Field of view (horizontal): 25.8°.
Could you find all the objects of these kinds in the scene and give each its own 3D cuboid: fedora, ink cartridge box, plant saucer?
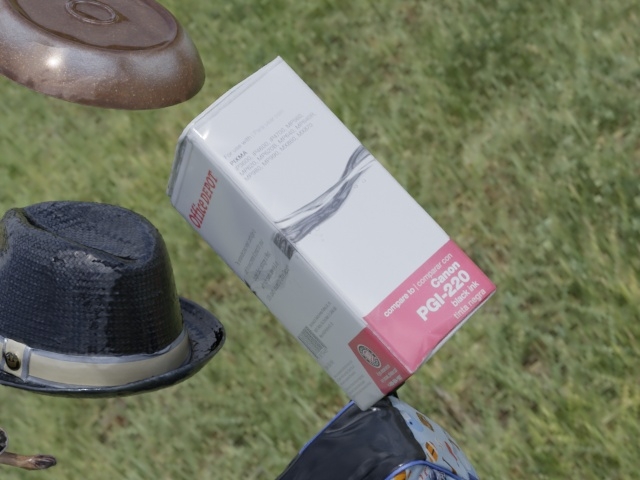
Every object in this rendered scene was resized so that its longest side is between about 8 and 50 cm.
[{"bbox_3d":[-0.263,0.045,1.536,0.334,0.152,0.334,4,20,-1],"label":"fedora"},{"bbox_3d":[0.000,0.000,0.973,0.092,0.218,0.158,-43,-4,-19],"label":"ink cartridge box"},{"bbox_3d":[-0.183,-0.167,1.101,0.198,0.198,0.036,-112,36,-54],"label":"plant saucer"}]

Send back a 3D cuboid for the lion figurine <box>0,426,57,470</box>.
[{"bbox_3d":[-0.485,0.304,1.437,0.392,0.142,0.240,-23,11,-41],"label":"lion figurine"}]

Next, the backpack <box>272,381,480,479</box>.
[{"bbox_3d":[0.066,0.301,1.495,0.276,0.263,0.213,-41,62,14],"label":"backpack"}]
